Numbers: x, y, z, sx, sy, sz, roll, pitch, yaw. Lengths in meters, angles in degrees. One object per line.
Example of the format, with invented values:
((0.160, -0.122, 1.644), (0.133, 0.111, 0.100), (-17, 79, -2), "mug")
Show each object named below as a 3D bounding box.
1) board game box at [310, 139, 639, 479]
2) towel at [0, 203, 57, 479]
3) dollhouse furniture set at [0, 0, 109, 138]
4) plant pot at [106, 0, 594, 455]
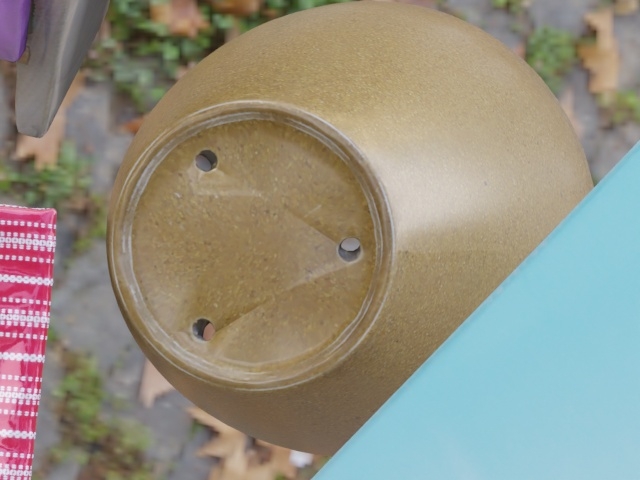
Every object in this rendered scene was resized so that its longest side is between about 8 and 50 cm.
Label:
((0.118, 0.100, 0.324), (0.336, 0.254, 0.079), (-48, 168, 20), "board game box")
((-0.312, 0.101, 1.526), (0.199, 0.031, 0.274), (6, 87, -9), "towel")
((-0.209, -0.046, 0.340), (0.198, 0.286, 0.303), (104, 4, -52), "dollhouse furniture set")
((0.000, 0.000, 0.913), (0.254, 0.237, 0.237), (-13, 106, -78), "plant pot")
